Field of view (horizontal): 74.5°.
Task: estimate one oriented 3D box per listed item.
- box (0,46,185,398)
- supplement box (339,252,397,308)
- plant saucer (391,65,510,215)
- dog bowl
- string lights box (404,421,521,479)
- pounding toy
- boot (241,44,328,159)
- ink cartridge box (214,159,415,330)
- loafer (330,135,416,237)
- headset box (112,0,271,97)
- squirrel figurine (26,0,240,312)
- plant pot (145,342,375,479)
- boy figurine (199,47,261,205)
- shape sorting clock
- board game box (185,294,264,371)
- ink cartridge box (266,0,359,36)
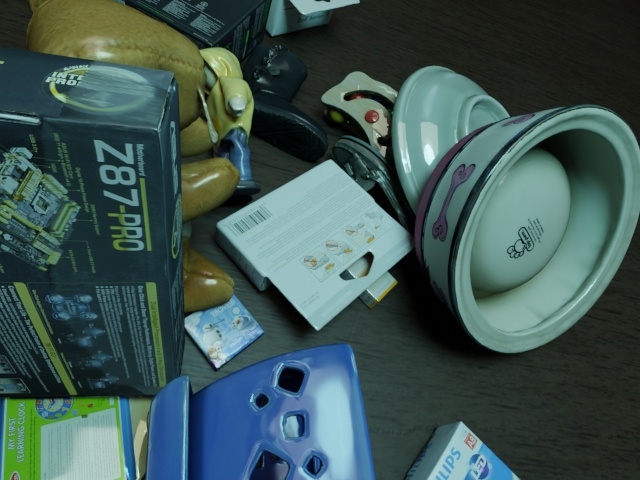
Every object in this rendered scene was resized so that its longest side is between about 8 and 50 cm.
[{"bbox_3d":[-0.296,0.025,0.390,0.318,0.395,0.097,4,45,-11],"label":"box"},{"bbox_3d":[0.080,0.063,0.753,0.098,0.036,0.062,47,56,10],"label":"supplement box"},{"bbox_3d":[0.311,-0.173,0.845,0.400,0.100,0.400,10,74,-37],"label":"plant saucer"},{"bbox_3d":[0.339,-0.023,0.717,0.408,0.408,0.150,-7,23,-24],"label":"dog bowl"},{"bbox_3d":[0.246,0.405,0.593,0.259,0.077,0.133,44,57,8],"label":"string lights box"},{"bbox_3d":[0.129,-0.229,0.923,0.269,0.155,0.154,31,83,10],"label":"pounding toy"},{"bbox_3d":[-0.066,-0.298,0.872,0.246,0.094,0.207,25,59,2],"label":"boot"},{"bbox_3d":[0.000,0.000,0.733,0.275,0.060,0.239,-35,73,-32],"label":"ink cartridge box"},{"bbox_3d":[0.112,-0.095,0.827,0.267,0.096,0.084,45,62,6],"label":"loafer"},{"bbox_3d":[-0.267,-0.479,0.880,0.246,0.131,0.283,28,55,-3],"label":"headset box"},{"bbox_3d":[-0.295,-0.085,0.490,0.397,0.370,0.281,-9,62,-22],"label":"squirrel figurine"},{"bbox_3d":[-0.076,0.262,0.468,0.212,0.236,0.236,-1,62,-14],"label":"plant pot"},{"bbox_3d":[-0.163,-0.210,0.724,0.092,0.177,0.285,-7,83,-25],"label":"boy figurine"},{"bbox_3d":[-0.303,0.237,0.505,0.206,0.040,0.206,9,52,-12],"label":"shape sorting clock"},{"bbox_3d":[-0.148,0.133,0.637,0.090,0.020,0.090,-35,76,-33],"label":"board game box"},{"bbox_3d":[-0.095,-0.636,1.043,0.207,0.119,0.353,-31,75,-32],"label":"ink cartridge box"}]
